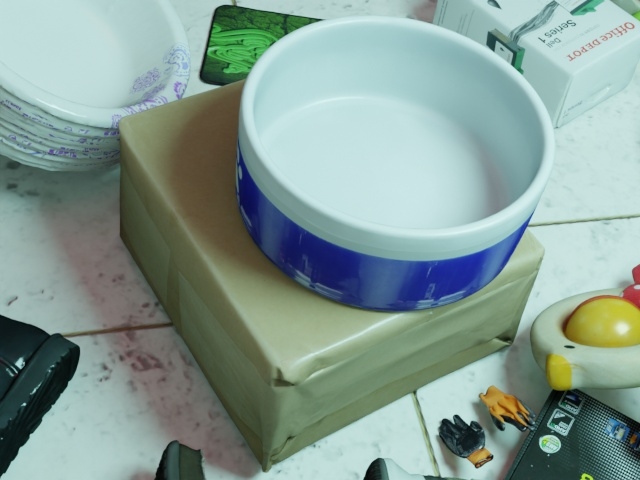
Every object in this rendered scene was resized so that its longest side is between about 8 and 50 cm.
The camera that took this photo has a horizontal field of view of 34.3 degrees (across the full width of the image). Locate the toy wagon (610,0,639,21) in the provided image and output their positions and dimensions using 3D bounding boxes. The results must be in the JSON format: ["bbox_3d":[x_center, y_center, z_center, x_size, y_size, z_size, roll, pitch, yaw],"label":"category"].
[{"bbox_3d":[0.556,-0.335,1.421,0.344,0.068,0.267,17,51,6],"label":"toy wagon"}]

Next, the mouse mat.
[{"bbox_3d":[-0.047,-0.235,1.291,0.190,0.007,0.152,7,50,-2],"label":"mouse mat"}]

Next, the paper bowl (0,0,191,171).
[{"bbox_3d":[-0.291,-0.198,1.093,0.284,0.148,0.284,23,45,-26],"label":"paper bowl"}]

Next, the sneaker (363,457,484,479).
[{"bbox_3d":[0.158,0.330,0.670,0.258,0.169,0.447,8,35,-6],"label":"sneaker"}]

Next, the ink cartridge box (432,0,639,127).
[{"bbox_3d":[0.276,-0.263,1.304,0.160,0.092,0.219,-32,61,-29],"label":"ink cartridge box"}]

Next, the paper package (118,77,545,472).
[{"bbox_3d":[0.000,0.000,1.000,0.309,0.168,0.325,-22,56,-26],"label":"paper package"}]

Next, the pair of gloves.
[{"bbox_3d":[0.154,0.172,0.957,0.083,0.010,0.074,-32,32,-13],"label":"pair of gloves"}]

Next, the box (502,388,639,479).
[{"bbox_3d":[0.256,0.242,0.917,0.191,0.045,0.184,29,50,16],"label":"box"}]

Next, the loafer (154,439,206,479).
[{"bbox_3d":[-0.084,0.264,0.836,0.078,0.080,0.220,-4,56,-24],"label":"loafer"}]

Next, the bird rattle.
[{"bbox_3d":[0.303,0.078,0.983,0.207,0.143,0.253,-5,29,10],"label":"bird rattle"}]

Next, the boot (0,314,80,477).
[{"bbox_3d":[-0.354,0.131,0.884,0.207,0.094,0.246,24,45,7],"label":"boot"}]

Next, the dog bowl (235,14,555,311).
[{"bbox_3d":[0.059,-0.072,0.893,0.265,0.104,0.265,5,50,-6],"label":"dog bowl"}]
